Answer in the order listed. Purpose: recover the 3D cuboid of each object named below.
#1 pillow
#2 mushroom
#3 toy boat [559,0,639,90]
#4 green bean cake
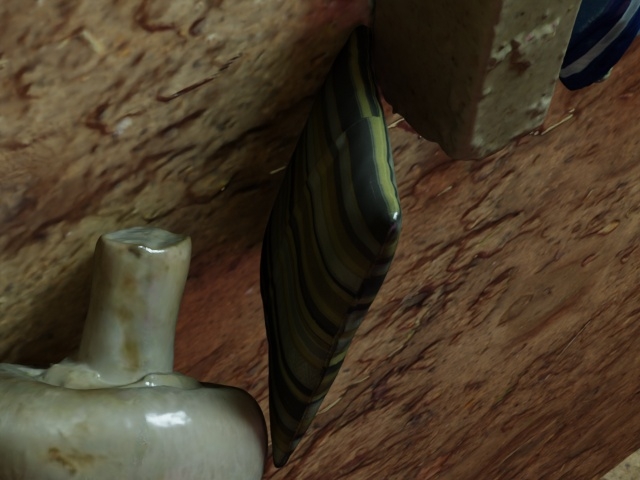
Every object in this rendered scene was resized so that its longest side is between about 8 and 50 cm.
[{"bbox_3d":[0.000,0.000,0.686,0.052,0.208,0.212,14,127,-13],"label":"pillow"},{"bbox_3d":[-0.131,0.096,0.683,0.207,0.207,0.215,9,90,-56],"label":"mushroom"},{"bbox_3d":[0.277,-0.241,0.821,0.292,0.070,0.210,-37,154,-23],"label":"toy boat"},{"bbox_3d":[0.096,-0.145,0.672,0.085,0.109,0.179,-29,150,-24],"label":"green bean cake"}]
